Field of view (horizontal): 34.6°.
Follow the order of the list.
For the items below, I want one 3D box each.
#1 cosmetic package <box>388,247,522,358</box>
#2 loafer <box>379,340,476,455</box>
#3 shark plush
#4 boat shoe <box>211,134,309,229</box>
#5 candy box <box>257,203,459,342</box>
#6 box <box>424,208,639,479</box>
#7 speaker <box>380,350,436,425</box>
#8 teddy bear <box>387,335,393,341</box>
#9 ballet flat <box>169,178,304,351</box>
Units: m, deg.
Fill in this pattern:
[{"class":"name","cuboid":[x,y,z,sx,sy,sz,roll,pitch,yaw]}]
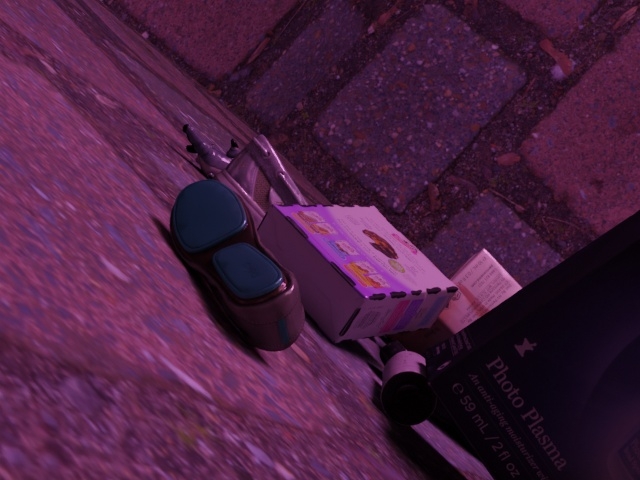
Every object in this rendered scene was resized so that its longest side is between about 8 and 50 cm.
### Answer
[{"class":"cosmetic package","cuboid":[0.248,0.174,1.344,0.296,0.129,0.153,46,-27,4]},{"class":"loafer","cuboid":[0.157,0.179,1.214,0.223,0.078,0.076,41,4,-27]},{"class":"shark plush","cuboid":[-0.139,-0.118,1.461,0.161,0.067,0.073,41,5,-26]},{"class":"boat shoe","cuboid":[-0.001,-0.002,1.352,0.320,0.103,0.118,42,5,-18]},{"class":"candy box","cuboid":[0.041,0.033,1.192,0.196,0.070,0.165,-1,40,-52]},{"class":"box","cuboid":[0.298,0.156,0.956,0.296,0.294,0.183,55,4,2]},{"class":"speaker","cuboid":[0.089,0.149,1.049,0.055,0.055,0.136,43,4,2]},{"class":"teddy bear","cuboid":[0.185,0.171,1.526,0.338,0.113,0.245,34,1,-13]},{"class":"ballet flat","cuboid":[-0.072,0.022,0.846,0.213,0.072,0.068,50,-19,54]}]
